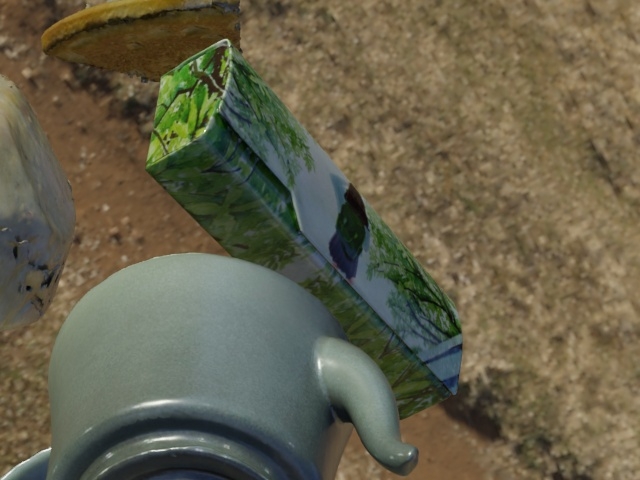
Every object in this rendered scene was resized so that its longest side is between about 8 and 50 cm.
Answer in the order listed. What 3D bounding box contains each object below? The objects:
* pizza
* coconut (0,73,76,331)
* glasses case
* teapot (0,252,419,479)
[{"bbox_3d":[-0.222,-0.298,1.663,0.223,0.324,0.089,22,64,-61],"label":"pizza"},{"bbox_3d":[-0.451,-0.030,1.375,0.353,0.353,0.352,31,46,-38],"label":"coconut"},{"bbox_3d":[0.000,0.000,0.757,0.272,0.062,0.095,47,27,-34],"label":"glasses case"},{"bbox_3d":[-0.069,0.115,0.555,0.149,0.239,0.162,-93,161,-61],"label":"teapot"}]
